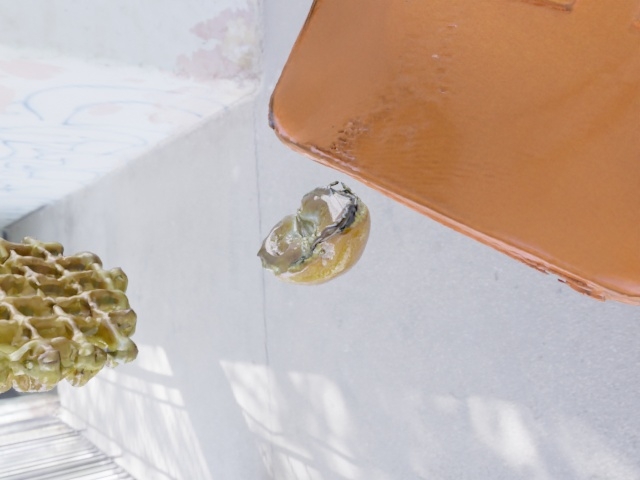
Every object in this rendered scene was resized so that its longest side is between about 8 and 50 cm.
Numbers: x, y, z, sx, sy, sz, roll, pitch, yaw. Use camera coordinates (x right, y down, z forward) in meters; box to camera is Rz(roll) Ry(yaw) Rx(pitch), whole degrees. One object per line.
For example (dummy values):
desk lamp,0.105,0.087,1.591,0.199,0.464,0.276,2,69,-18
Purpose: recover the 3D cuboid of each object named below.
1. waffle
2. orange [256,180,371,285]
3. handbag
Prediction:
waffle,-0.208,0.039,0.363,0.191,0.191,0.038,42,117,45
orange,0.000,0.000,0.812,0.170,0.112,0.160,-9,46,60
handbag,0.166,-0.149,0.492,0.410,0.116,0.303,30,100,29
